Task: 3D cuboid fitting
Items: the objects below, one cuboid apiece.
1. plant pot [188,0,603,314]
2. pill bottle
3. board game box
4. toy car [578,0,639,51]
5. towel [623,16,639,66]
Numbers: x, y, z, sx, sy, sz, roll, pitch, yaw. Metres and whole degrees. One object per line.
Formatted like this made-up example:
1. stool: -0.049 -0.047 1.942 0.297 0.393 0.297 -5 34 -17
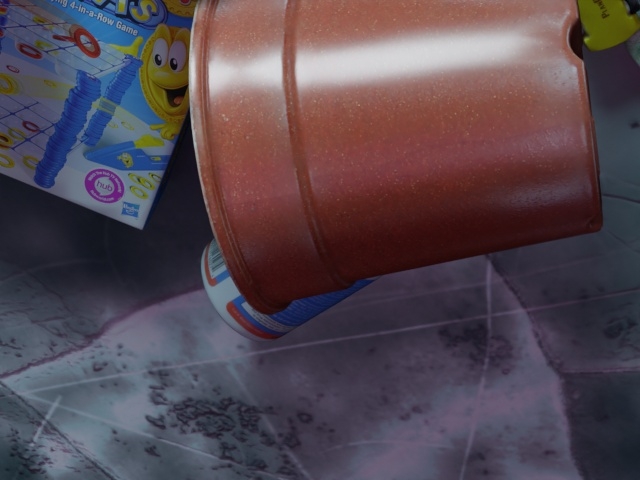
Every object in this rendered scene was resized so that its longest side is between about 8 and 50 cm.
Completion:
1. plant pot: 0.072 -0.091 0.832 0.265 0.272 0.272 -7 125 14
2. pill bottle: 0.000 0.000 1.054 0.221 0.124 0.124 -32 115 29
3. board game box: -0.248 -0.196 0.976 0.308 0.086 0.302 22 127 -6
4. toy car: 0.159 -0.258 0.848 0.225 0.053 0.239 -1 134 -3
5. towel: 0.446 -0.135 0.879 0.325 0.038 0.248 -17 124 39
